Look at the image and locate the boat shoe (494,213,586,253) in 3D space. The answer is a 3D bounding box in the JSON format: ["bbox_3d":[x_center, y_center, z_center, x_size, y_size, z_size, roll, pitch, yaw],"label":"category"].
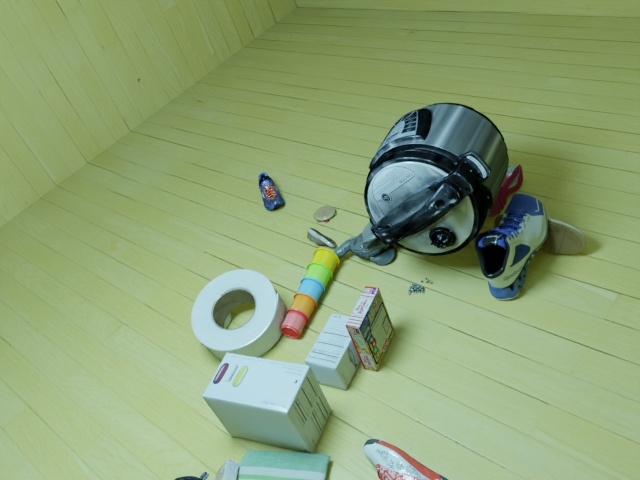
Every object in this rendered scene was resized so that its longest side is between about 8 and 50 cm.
[{"bbox_3d":[0.669,-0.036,1.925,0.277,0.098,0.096,20,28,36],"label":"boat shoe"}]

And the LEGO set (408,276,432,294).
[{"bbox_3d":[0.300,0.137,1.957,0.054,0.023,0.083,20,55,41],"label":"LEGO set"}]

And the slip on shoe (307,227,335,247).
[{"bbox_3d":[0.000,0.000,2.252,0.135,0.051,0.041,33,103,37],"label":"slip on shoe"}]

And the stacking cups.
[{"bbox_3d":[-0.042,0.164,2.035,0.096,0.096,0.316,4,46,30],"label":"stacking cups"}]

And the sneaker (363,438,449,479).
[{"bbox_3d":[0.175,0.569,1.460,0.270,0.090,0.145,20,52,38],"label":"sneaker"}]

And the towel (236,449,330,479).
[{"bbox_3d":[-0.126,0.663,1.542,0.248,0.038,0.324,-4,41,22],"label":"towel"}]

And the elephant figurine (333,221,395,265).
[{"bbox_3d":[0.179,0.002,2.098,0.169,0.186,0.239,40,75,2],"label":"elephant figurine"}]

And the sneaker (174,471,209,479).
[{"bbox_3d":[-0.365,0.690,1.581,0.268,0.101,0.153,-44,15,4],"label":"sneaker"}]

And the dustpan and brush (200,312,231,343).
[{"bbox_3d":[-0.321,0.236,2.112,0.211,0.060,0.147,-25,38,-6],"label":"dustpan and brush"}]

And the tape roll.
[{"bbox_3d":[-0.254,0.234,2.000,0.286,0.100,0.286,-9,54,12],"label":"tape roll"}]

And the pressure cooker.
[{"bbox_3d":[0.334,-0.164,1.866,0.376,0.369,0.420,15,45,22],"label":"pressure cooker"}]

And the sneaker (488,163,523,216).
[{"bbox_3d":[0.569,-0.167,2.133,0.111,0.102,0.252,16,47,44],"label":"sneaker"}]

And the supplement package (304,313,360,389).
[{"bbox_3d":[0.052,0.312,1.807,0.105,0.105,0.179,7,47,31],"label":"supplement package"}]

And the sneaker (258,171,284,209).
[{"bbox_3d":[-0.208,-0.195,2.540,0.083,0.087,0.221,-27,38,-5],"label":"sneaker"}]

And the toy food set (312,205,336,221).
[{"bbox_3d":[0.016,-0.098,2.372,0.083,0.020,0.082,-32,39,-12],"label":"toy food set"}]

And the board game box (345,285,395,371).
[{"bbox_3d":[0.142,0.245,1.771,0.045,0.193,0.146,5,45,31],"label":"board game box"}]

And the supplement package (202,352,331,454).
[{"bbox_3d":[-0.138,0.427,1.685,0.262,0.204,0.145,3,45,28],"label":"supplement package"}]

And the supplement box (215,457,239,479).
[{"bbox_3d":[-0.242,0.610,1.615,0.062,0.036,0.098,-55,13,21],"label":"supplement box"}]

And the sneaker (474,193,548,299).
[{"bbox_3d":[0.534,-0.004,1.803,0.128,0.182,0.315,10,70,40],"label":"sneaker"}]
